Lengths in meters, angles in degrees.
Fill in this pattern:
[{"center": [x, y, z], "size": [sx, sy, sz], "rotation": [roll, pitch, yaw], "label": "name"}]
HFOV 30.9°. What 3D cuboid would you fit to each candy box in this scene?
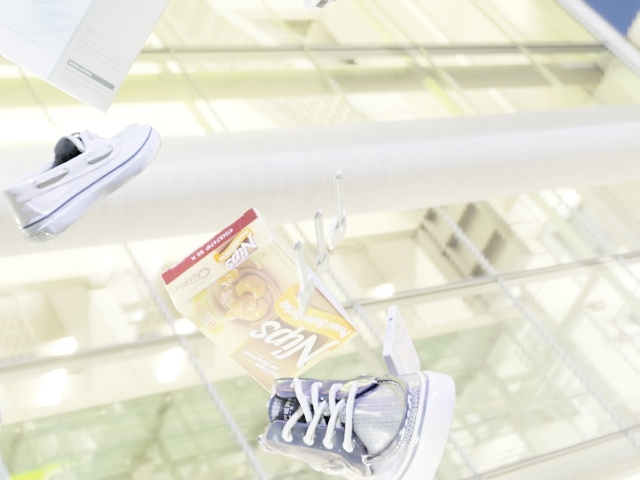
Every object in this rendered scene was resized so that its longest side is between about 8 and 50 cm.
[{"center": [-0.090, 0.104, 1.850], "size": [0.183, 0.316, 0.087], "rotation": [-35, -131, 5], "label": "candy box"}]

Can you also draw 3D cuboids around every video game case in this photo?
[{"center": [0.097, 0.141, 1.370], "size": [0.011, 0.122, 0.087], "rotation": [-18, -69, 15], "label": "video game case"}]

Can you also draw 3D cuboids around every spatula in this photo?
[{"center": [0.000, 0.000, 1.669], "size": [0.019, 0.168, 0.242], "rotation": [25, -20, 14], "label": "spatula"}]

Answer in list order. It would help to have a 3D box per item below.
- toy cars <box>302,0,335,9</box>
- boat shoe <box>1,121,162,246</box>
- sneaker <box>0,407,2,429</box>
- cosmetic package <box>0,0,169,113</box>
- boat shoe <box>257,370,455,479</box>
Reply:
[{"center": [0.065, -0.472, 1.420], "size": [0.176, 0.087, 0.394], "rotation": [21, -75, 36], "label": "toy cars"}, {"center": [-0.248, -0.083, 1.232], "size": [0.083, 0.226, 0.076], "rotation": [-15, -66, 32], "label": "boat shoe"}, {"center": [-0.416, 0.175, 0.991], "size": [0.115, 0.281, 0.105], "rotation": [-112, -149, -44], "label": "sneaker"}, {"center": [-0.333, -0.323, 1.496], "size": [0.224, 0.138, 0.225], "rotation": [30, -90, 27], "label": "cosmetic package"}, {"center": [0.025, 0.199, 1.246], "size": [0.340, 0.158, 0.127], "rotation": [124, -20, -68], "label": "boat shoe"}]
